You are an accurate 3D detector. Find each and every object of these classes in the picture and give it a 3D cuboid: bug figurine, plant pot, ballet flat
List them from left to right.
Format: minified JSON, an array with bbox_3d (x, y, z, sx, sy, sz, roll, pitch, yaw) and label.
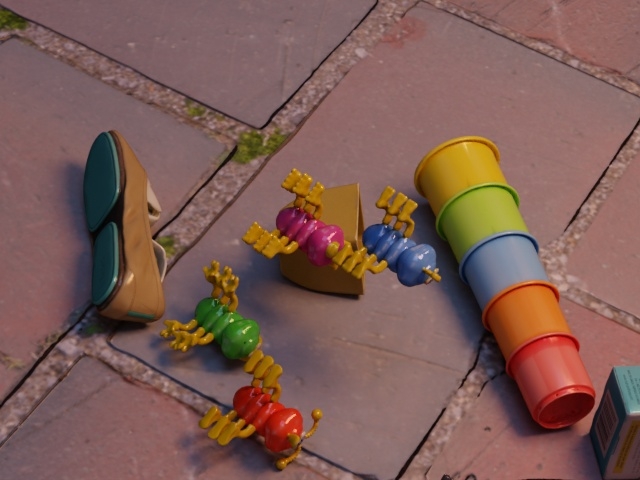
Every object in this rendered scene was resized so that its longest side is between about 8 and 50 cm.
[{"bbox_3d":[-0.189,-0.009,1.838,0.073,0.080,0.232,22,42,-29],"label":"ballet flat"},{"bbox_3d":[-0.018,0.062,1.726,0.279,0.072,0.216,-50,47,0],"label":"bug figurine"},{"bbox_3d":[0.000,0.000,1.845,0.083,0.081,0.081,-2,46,6],"label":"plant pot"}]

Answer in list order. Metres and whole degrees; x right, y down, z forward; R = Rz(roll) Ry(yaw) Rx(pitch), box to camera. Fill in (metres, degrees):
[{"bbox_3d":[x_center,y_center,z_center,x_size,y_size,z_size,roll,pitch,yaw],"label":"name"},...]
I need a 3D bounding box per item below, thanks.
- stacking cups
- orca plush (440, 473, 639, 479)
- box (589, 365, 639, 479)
[{"bbox_3d":[0.183,0.037,1.826,0.096,0.096,0.316,-7,48,-16],"label":"stacking cups"},{"bbox_3d":[0.234,0.272,1.643,0.287,0.102,0.151,1,90,5],"label":"orca plush"},{"bbox_3d":[0.381,0.166,1.735,0.244,0.100,0.060,0,46,-11],"label":"box"}]
